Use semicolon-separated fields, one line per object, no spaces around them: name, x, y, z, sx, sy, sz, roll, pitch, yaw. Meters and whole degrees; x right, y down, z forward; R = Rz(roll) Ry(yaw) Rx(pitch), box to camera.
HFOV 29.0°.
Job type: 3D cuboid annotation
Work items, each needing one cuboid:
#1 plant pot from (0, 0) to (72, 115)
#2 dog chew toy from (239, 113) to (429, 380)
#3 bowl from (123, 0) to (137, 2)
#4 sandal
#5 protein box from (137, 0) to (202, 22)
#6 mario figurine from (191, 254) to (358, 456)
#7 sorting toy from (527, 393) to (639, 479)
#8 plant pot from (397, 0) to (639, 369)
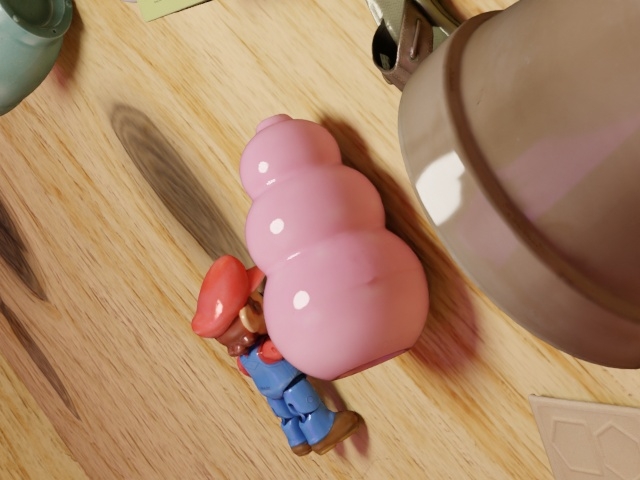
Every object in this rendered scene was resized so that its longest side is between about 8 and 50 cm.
plant pot;-0.534;-0.371;2.031;0.196;0.293;0.293;-22;93;34
dog chew toy;0.000;0.000;1.528;0.206;0.206;0.332;-41;69;59
bowl;-0.292;-0.449;1.698;0.298;0.134;0.298;38;142;38
sandal;0.090;-0.213;1.322;0.303;0.086;0.120;58;150;10
protein box;-0.147;-0.395;1.495;0.199;0.136;0.201;-5;109;53
mario figurine;-0.053;0.153;1.836;0.198;0.170;0.321;-28;100;24
sorting toy;0.326;0.263;1.372;0.208;0.038;0.193;1;113;62
plant pot;0.267;-0.108;0.954;0.323;0.323;0.280;56;133;14
